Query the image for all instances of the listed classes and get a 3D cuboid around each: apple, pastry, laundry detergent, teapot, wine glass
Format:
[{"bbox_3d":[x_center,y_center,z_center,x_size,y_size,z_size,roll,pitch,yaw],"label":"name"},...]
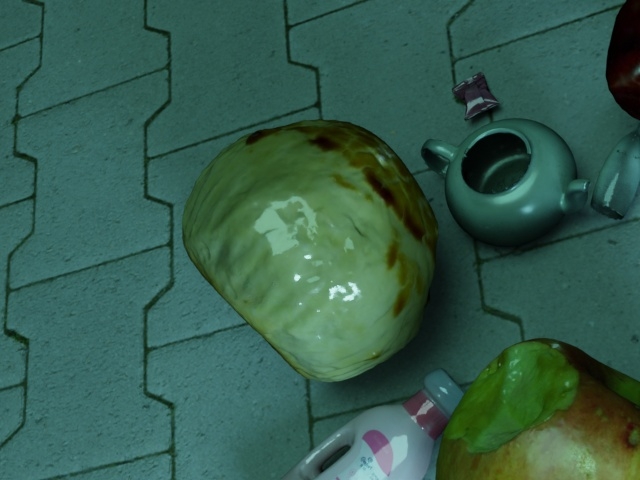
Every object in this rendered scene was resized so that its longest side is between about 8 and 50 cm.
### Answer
[{"bbox_3d":[0.297,0.296,1.579,0.340,0.339,0.339,-12,60,23],"label":"apple"},{"bbox_3d":[0.000,0.000,1.867,0.313,0.388,0.388,-42,53,0],"label":"pastry"},{"bbox_3d":[0.068,0.312,1.844,0.335,0.088,0.159,-43,53,2],"label":"laundry detergent"},{"bbox_3d":[0.268,-0.089,1.912,0.294,0.129,0.193,20,75,34],"label":"teapot"},{"bbox_3d":[0.437,-0.126,1.884,0.066,0.066,0.198,15,76,33],"label":"wine glass"}]

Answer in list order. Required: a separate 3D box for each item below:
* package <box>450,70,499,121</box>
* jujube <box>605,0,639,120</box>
[{"bbox_3d":[0.239,-0.222,2.059,0.059,0.029,0.083,-27,47,10],"label":"package"},{"bbox_3d":[0.560,-0.293,1.782,0.377,0.258,0.258,-40,53,-3],"label":"jujube"}]
